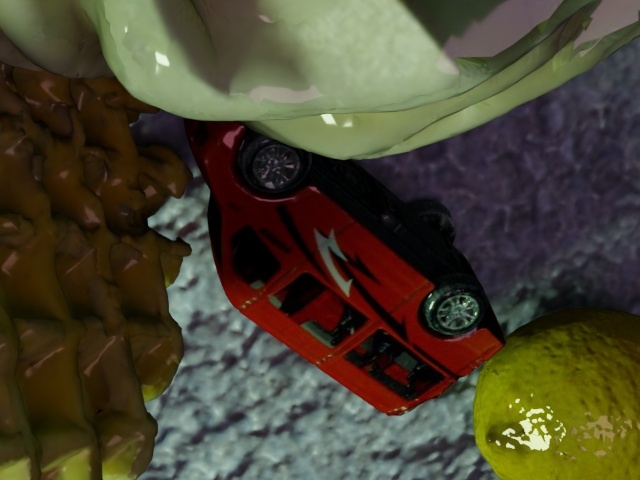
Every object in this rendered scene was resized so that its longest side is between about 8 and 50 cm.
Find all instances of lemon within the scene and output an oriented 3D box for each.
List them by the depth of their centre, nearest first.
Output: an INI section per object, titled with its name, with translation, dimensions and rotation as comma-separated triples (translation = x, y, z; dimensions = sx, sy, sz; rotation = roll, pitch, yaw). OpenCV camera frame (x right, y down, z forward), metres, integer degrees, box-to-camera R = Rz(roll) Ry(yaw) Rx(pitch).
[lemon]
translation = 0.144, 0.089, 0.646
dimensions = 0.133, 0.109, 0.109
rotation = -13, 118, -18

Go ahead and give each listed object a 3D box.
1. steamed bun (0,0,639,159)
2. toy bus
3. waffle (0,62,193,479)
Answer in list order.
[steamed bun]
translation = 0.025, -0.191, 0.374
dimensions = 0.394, 0.237, 0.347
rotation = -6, 110, -25
[toy bus]
translation = 0.000, 0.000, 0.579
dimensions = 0.089, 0.081, 0.195
rotation = -42, 121, 17
[waffle]
translation = -0.131, -0.025, 0.443
dimensions = 0.056, 0.250, 0.261
rotation = -15, 125, 20
